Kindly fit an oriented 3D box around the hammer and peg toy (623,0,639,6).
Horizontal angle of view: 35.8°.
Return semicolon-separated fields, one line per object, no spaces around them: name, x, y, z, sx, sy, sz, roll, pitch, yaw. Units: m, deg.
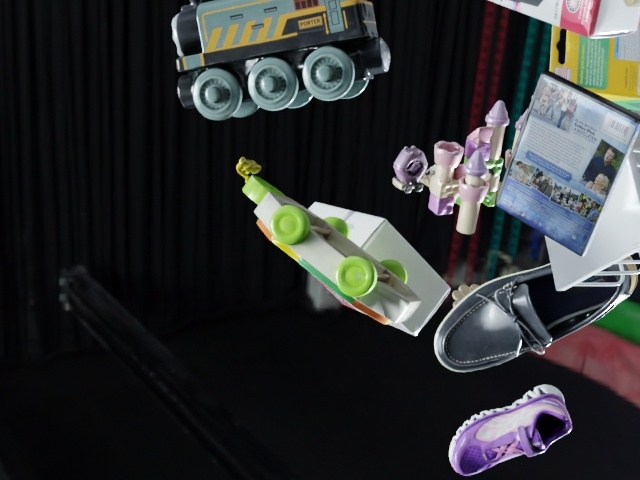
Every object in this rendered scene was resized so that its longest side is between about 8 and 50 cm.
hammer and peg toy;0.435;-0.517;1.259;0.127;0.361;0.266;-3;-124;-16

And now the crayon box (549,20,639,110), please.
crayon box;0.668;-0.407;2.233;0.322;0.203;0.083;7;167;-1

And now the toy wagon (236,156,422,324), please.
toy wagon;0.000;0.000;1.486;0.344;0.068;0.267;37;-173;13

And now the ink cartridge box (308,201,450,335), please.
ink cartridge box;0.081;0.048;1.854;0.117;0.207;0.283;-50;-154;-11

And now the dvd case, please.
dvd case;0.392;-0.123;1.591;0.180;0.253;0.022;35;-143;30

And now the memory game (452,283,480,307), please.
memory game;0.409;0.176;2.465;0.186;0.012;0.186;18;-143;-14

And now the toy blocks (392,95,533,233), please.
toy blocks;0.366;-0.203;2.268;0.288;0.260;0.309;-10;-150;-27

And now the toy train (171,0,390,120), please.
toy train;-0.065;-0.289;1.469;0.333;0.190;0.142;-7;-173;18

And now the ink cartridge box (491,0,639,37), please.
ink cartridge box;0.409;-0.496;1.689;0.131;0.226;0.306;-16;-146;-32

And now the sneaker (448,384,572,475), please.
sneaker;0.338;0.342;1.731;0.236;0.095;0.104;-28;-157;-4

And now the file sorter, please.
file sorter;0.580;-0.039;1.899;0.173;0.193;0.277;0;159;-23

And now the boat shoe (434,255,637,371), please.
boat shoe;0.471;0.160;2.242;0.500;0.187;0.156;-27;179;21
